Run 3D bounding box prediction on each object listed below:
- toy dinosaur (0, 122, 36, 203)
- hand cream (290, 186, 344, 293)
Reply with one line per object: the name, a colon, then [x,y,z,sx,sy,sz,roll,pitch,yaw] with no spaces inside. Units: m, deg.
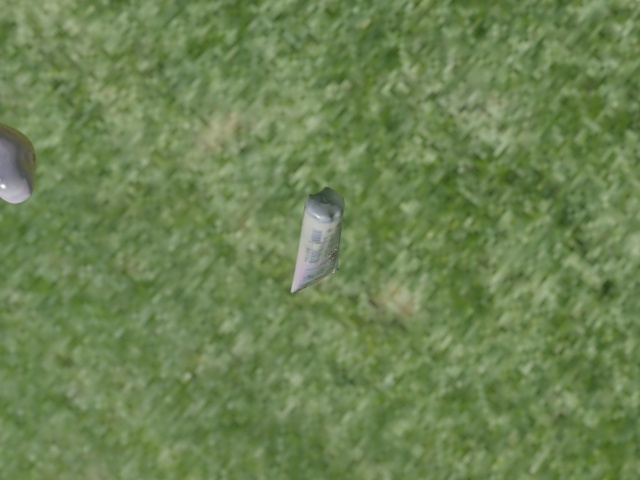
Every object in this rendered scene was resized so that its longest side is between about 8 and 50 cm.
toy dinosaur: [-0.336,-0.145,1.544,0.194,0.152,0.177,61,-164,23]
hand cream: [0.000,0.000,1.650,0.039,0.061,0.143,48,151,25]
